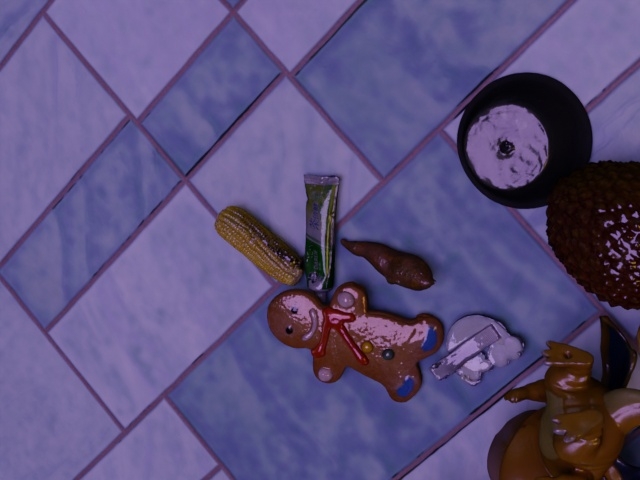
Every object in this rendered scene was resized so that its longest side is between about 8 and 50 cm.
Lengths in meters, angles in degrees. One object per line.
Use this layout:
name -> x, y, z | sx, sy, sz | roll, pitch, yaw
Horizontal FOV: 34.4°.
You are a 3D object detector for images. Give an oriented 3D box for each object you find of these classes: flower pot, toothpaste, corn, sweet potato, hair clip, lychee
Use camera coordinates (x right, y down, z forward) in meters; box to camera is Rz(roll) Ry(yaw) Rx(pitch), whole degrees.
flower pot -> 0.324, -0.160, 1.723 | 0.235, 0.148, 0.235 | 4, 101, 23
toothpaste -> 0.000, 0.000, 1.937 | 0.078, 0.047, 0.248 | 5, 99, 27
corn -> -0.116, 0.009, 1.972 | 0.203, 0.072, 0.072 | 39, 111, 10
sweet potato -> 0.130, 0.044, 1.886 | 0.226, 0.068, 0.068 | 25, 108, 35
hair clip -> 0.275, 0.194, 1.856 | 0.172, 0.049, 0.116 | -38, 88, 20
lychee -> 0.486, -0.016, 1.643 | 0.271, 0.236, 0.236 | 37, 111, 28

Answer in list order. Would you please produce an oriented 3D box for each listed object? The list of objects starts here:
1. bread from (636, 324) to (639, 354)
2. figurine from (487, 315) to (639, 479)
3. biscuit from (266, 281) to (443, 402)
bread -> 0.667, 0.145, 1.580 | 0.344, 0.149, 0.195 | -13, 62, -10
figurine -> 0.429, 0.371, 1.662 | 0.268, 0.401, 0.387 | -12, 134, -10
biscuit -> 0.051, 0.182, 1.914 | 0.324, 0.049, 0.205 | 23, 108, 7
